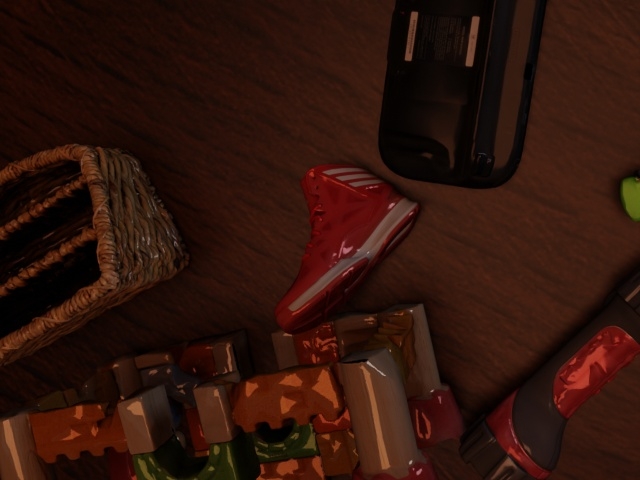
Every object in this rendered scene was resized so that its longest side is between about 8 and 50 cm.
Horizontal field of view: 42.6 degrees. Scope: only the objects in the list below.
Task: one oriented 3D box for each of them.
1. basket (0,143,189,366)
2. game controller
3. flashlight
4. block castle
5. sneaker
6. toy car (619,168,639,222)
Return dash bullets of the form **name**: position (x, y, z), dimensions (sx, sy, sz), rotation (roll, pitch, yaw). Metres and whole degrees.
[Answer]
- **basket**: position (-0.349, 0.014, 0.969), dimensions (0.299, 0.223, 0.213), rotation (-28, 89, 15)
- **game controller**: position (0.158, -0.221, 0.915), dimensions (0.166, 0.067, 0.319), rotation (11, 98, 27)
- **flashlight**: position (0.288, 0.156, 0.893), dimensions (0.103, 0.103, 0.304), rotation (46, 104, 6)
- **block castle**: position (-0.085, 0.225, 0.887), dimensions (0.453, 0.303, 0.212), rotation (-12, 94, 15)
- **sneaker**: position (0.000, 0.000, 0.927), dimensions (0.128, 0.087, 0.221), rotation (39, 59, 17)
- **toy car**: position (0.428, -0.075, 0.861), dimensions (0.225, 0.053, 0.239), rotation (-17, 91, 15)
